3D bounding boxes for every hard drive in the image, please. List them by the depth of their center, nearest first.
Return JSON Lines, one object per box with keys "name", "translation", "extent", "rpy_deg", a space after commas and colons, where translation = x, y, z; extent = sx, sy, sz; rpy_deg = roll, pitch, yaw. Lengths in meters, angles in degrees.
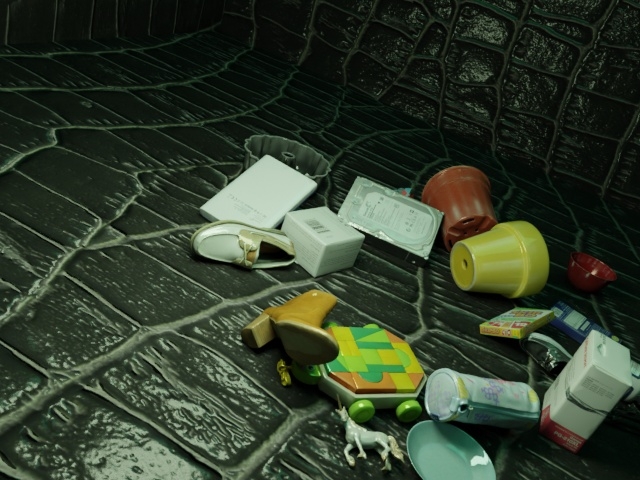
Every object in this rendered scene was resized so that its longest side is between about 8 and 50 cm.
{"name": "hard drive", "translation": [-0.188, -0.130, 1.716], "extent": [0.210, 0.040, 0.319], "rpy_deg": [31, 53, 17]}
{"name": "hard drive", "translation": [0.238, -0.071, 1.907], "extent": [0.338, 0.064, 0.237], "rpy_deg": [24, 52, 7]}

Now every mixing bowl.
{"name": "mixing bowl", "translation": [1.023, 0.134, 2.117], "extent": [0.181, 0.098, 0.181], "rpy_deg": [17, 29, -9]}

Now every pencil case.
{"name": "pencil case", "translation": [0.367, 0.361, 1.240], "extent": [0.273, 0.114, 0.124], "rpy_deg": [16, -13, -29]}

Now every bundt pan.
{"name": "bundt pan", "translation": [-0.134, -0.261, 2.016], "extent": [0.330, 0.124, 0.331], "rpy_deg": [15, 30, -9]}

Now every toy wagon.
{"name": "toy wagon", "translation": [0.073, 0.290, 1.259], "extent": [0.344, 0.068, 0.267], "rpy_deg": [7, 31, -24]}

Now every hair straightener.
{"name": "hair straightener", "translation": [0.829, 0.476, 1.471], "extent": [0.230, 0.047, 0.089], "rpy_deg": [15, 28, -1]}

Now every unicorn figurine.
{"name": "unicorn figurine", "translation": [0.086, 0.398, 1.104], "extent": [0.161, 0.060, 0.111], "rpy_deg": [30, 25, -18]}

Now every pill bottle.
{"name": "pill bottle", "translation": [0.856, 0.388, 1.557], "extent": [0.186, 0.112, 0.112], "rpy_deg": [33, 31, 21]}

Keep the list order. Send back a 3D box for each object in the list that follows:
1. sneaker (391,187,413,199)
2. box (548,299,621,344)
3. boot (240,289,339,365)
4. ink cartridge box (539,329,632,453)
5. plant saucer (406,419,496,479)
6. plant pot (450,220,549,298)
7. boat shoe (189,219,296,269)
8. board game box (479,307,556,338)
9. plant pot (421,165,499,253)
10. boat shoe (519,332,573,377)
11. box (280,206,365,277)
{"name": "sneaker", "translation": [0.273, -0.129, 2.114], "extent": [0.125, 0.104, 0.262], "rpy_deg": [7, 23, 22]}
{"name": "box", "translation": [0.857, 0.290, 1.804], "extent": [0.225, 0.037, 0.136], "rpy_deg": [36, 32, 28]}
{"name": "boot", "translation": [-0.021, 0.178, 1.243], "extent": [0.295, 0.104, 0.211], "rpy_deg": [-1, 21, 43]}
{"name": "ink cartridge box", "translation": [0.637, 0.361, 1.328], "extent": [0.100, 0.237, 0.172], "rpy_deg": [29, 30, 14]}
{"name": "plant saucer", "translation": [0.260, 0.457, 1.125], "extent": [0.194, 0.038, 0.195], "rpy_deg": [17, 28, -9]}
{"name": "plant pot", "translation": [0.569, 0.070, 1.804], "extent": [0.238, 0.254, 0.254], "rpy_deg": [-5, 35, -15]}
{"name": "boat shoe", "translation": [-0.200, 0.017, 1.505], "extent": [0.302, 0.113, 0.103], "rpy_deg": [0, 29, -35]}
{"name": "board game box", "translation": [0.601, 0.244, 1.661], "extent": [0.259, 0.039, 0.124], "rpy_deg": [-7, 5, -44]}
{"name": "plant pot", "translation": [0.532, -0.092, 2.046], "extent": [0.272, 0.272, 0.265], "rpy_deg": [13, 38, -13]}
{"name": "boat shoe", "translation": [0.660, 0.347, 1.545], "extent": [0.228, 0.080, 0.076], "rpy_deg": [39, 31, 16]}
{"name": "box", "translation": [0.000, 0.000, 1.658], "extent": [0.181, 0.119, 0.181], "rpy_deg": [-12, 42, -46]}
